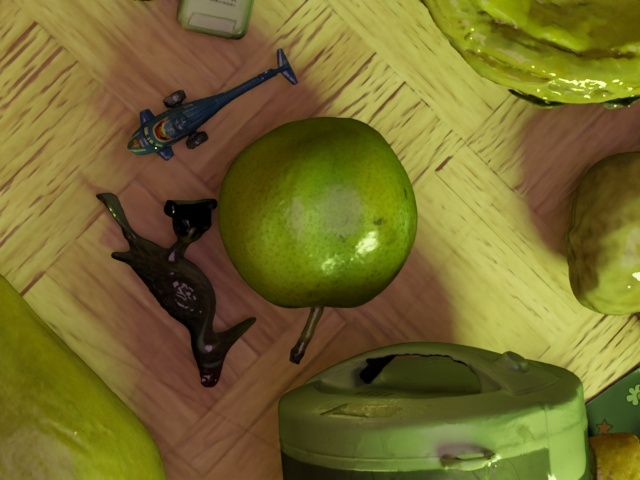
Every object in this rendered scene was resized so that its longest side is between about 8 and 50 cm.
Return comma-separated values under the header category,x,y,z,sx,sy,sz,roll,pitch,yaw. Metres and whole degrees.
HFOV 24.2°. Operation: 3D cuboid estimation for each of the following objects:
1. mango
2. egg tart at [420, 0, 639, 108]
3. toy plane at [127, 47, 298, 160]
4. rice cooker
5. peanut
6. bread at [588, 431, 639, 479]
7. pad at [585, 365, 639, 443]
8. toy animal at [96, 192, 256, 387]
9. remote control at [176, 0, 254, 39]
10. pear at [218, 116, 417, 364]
category,x,y,z,sx,sy,sz,roll,pitch,yaw
mango,-0.269,0.183,1.309,0.195,0.142,0.331,-43,92,-8
egg tart,0.235,-0.283,1.356,0.345,0.132,0.345,-1,94,-8
toy plane,-0.101,-0.120,1.351,0.167,0.062,0.054,-30,98,-16
rice cooker,0.100,0.226,1.304,0.288,0.288,0.277,-7,94,-9
peanut,0.324,-0.039,1.395,0.253,0.122,0.137,-40,89,-7
bread,0.258,0.272,1.396,0.065,0.103,0.187,4,86,-19
pad,0.267,0.250,1.464,0.245,0.006,0.170,-34,98,-5
toy animal,-0.127,0.038,1.364,0.105,0.070,0.202,-19,99,5
remote control,-0.073,-0.313,1.359,0.067,0.029,0.261,12,90,-8
pear,0.000,0.000,1.316,0.180,0.166,0.216,2,79,-24
